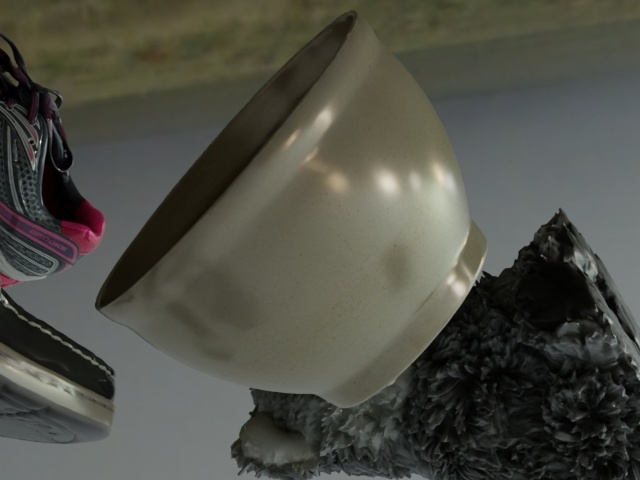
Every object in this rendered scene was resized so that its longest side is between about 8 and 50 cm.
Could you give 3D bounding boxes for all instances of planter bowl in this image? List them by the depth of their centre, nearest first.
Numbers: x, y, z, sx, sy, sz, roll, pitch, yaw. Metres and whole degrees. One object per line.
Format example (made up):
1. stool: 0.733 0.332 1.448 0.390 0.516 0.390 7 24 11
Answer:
1. planter bowl: 0.000 0.000 0.682 0.162 0.109 0.162 -48 -170 12

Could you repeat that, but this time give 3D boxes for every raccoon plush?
1. raccoon plush: 0.132 0.195 1.231 0.299 0.446 0.216 -30 171 13

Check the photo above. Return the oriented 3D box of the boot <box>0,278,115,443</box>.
1. boot: -0.241 -0.063 0.975 0.377 0.284 0.138 33 149 -31

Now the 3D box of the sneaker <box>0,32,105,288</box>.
1. sneaker: -0.264 -0.112 1.292 0.112 0.299 0.121 -14 -160 22
